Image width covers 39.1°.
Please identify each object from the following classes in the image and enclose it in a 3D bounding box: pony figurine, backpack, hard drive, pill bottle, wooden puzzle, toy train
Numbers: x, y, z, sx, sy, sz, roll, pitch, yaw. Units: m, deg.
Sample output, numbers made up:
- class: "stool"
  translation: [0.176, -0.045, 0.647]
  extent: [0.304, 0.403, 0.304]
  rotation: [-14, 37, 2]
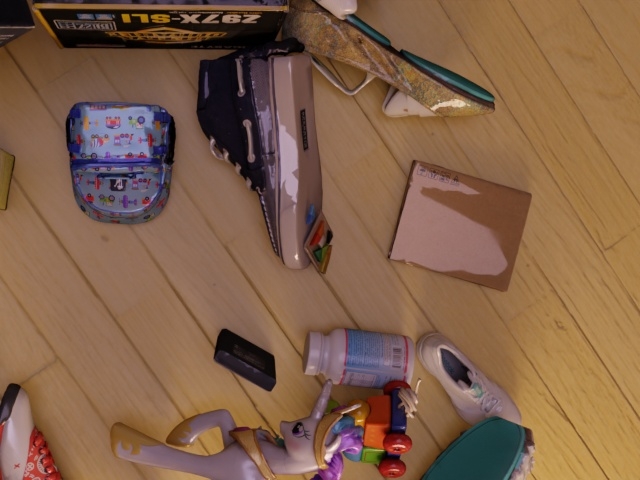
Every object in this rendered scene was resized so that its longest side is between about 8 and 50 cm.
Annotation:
- class: "pony figurine"
  translation: [-0.095, 0.384, 1.249]
  extent: [0.363, 0.303, 0.351]
  rotation: [-11, 82, 20]
- class: "backpack"
  translation: [-0.291, -0.110, 1.308]
  extent: [0.158, 0.117, 0.173]
  rotation: [4, 92, -7]
- class: "hard drive"
  translation: [-0.109, 0.173, 1.322]
  extent: [0.094, 0.135, 0.022]
  rotation: [30, 95, -7]
- class: "pill bottle"
  translation: [0.057, 0.179, 1.371]
  extent: [0.160, 0.087, 0.087]
  rotation: [8, 89, -8]
- class: "wooden puzzle"
  translation: [0.000, 0.000, 1.358]
  extent: [0.014, 0.116, 0.078]
  rotation: [9, 70, 24]
- class: "toy train"
  translation: [0.061, 0.251, 1.306]
  extent: [0.143, 0.248, 0.105]
  rotation: [3, 53, 1]

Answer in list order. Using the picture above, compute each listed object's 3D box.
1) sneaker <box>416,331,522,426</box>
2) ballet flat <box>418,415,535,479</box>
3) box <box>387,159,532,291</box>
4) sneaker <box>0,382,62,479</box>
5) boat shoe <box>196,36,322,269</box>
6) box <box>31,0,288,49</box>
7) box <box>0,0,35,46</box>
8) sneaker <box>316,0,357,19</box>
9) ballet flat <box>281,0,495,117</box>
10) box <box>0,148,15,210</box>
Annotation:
- class: "sneaker"
  translation: [0.235, 0.231, 1.393]
  extent: [0.212, 0.094, 0.080]
  rotation: [44, 83, -6]
- class: "ballet flat"
  translation: [0.190, 0.445, 1.380]
  extent: [0.147, 0.147, 0.409]
  rotation: [41, 90, -6]
- class: "box"
  translation: [0.221, -0.022, 1.428]
  extent: [0.201, 0.021, 0.164]
  rotation: [15, 88, -8]
- class: "sneaker"
  translation: [-0.399, 0.343, 1.305]
  extent: [0.145, 0.090, 0.270]
  rotation: [6, 93, -9]
- class: "boat shoe"
  translation: [-0.092, -0.126, 1.349]
  extent: [0.158, 0.127, 0.340]
  rotation: [1, 100, 19]
- class: "box"
  translation: [-0.215, -0.324, 1.248]
  extent: [0.322, 0.257, 0.079]
  rotation: [-2, 89, -9]
- class: "box"
  translation: [-0.599, -0.331, 1.118]
  extent: [0.395, 0.212, 0.293]
  rotation: [-17, 93, 33]
- class: "sneaker"
  translation: [0.063, -0.428, 1.336]
  extent: [0.129, 0.111, 0.297]
  rotation: [49, 58, -11]
- class: "ballet flat"
  translation: [0.096, -0.257, 1.375]
  extent: [0.349, 0.123, 0.123]
  rotation: [29, 86, -8]
- class: "box"
  translation: [-0.465, -0.089, 1.222]
  extent: [0.058, 0.232, 0.087]
  rotation: [10, 90, -11]
